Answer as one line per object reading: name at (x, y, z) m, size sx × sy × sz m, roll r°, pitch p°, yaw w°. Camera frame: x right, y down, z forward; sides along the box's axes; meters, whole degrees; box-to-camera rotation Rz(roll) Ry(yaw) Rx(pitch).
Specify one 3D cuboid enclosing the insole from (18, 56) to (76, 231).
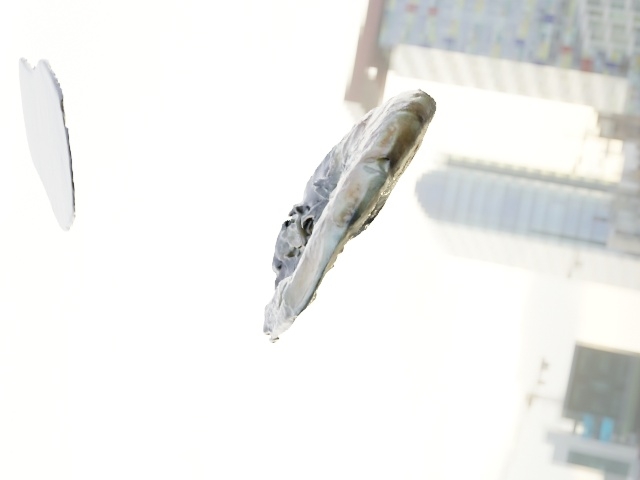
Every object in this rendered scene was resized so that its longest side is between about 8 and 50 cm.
insole at (-0.185, -0.071, 1.027) m, size 0.328 × 0.007 × 0.111 m, roll -143°, pitch 49°, yaw -71°

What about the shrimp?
shrimp at (0.000, 0.000, 1.348) m, size 0.233 × 0.071 × 0.365 m, roll -60°, pitch 5°, yaw -33°
